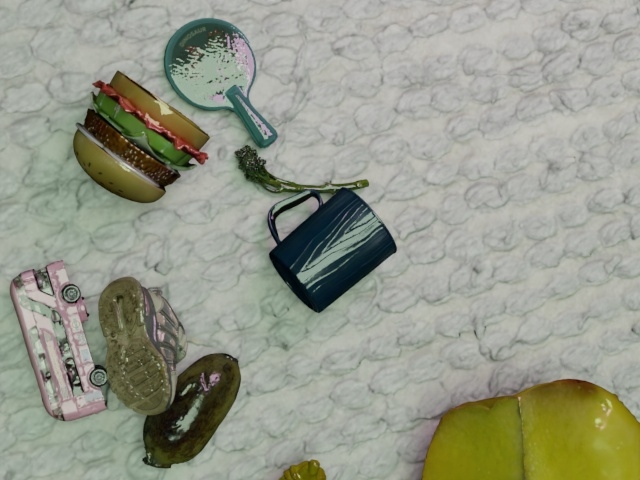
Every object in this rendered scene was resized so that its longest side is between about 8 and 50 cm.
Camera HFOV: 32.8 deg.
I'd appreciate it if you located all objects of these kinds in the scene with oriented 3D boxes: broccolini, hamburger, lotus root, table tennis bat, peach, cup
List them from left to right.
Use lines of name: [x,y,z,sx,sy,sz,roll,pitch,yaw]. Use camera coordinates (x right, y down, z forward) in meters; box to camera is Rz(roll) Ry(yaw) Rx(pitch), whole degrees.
hamburger: [-0.239,-0.124,1.390,0.175,0.175,0.137,38,92,-9]
lotus root: [-0.170,0.221,1.425,0.089,0.080,0.179,38,77,-8]
table tennis bat: [-0.128,-0.211,1.486,0.124,0.033,0.201,-37,91,-11]
broccolini: [-0.028,-0.085,1.505,0.194,0.054,0.052,12,115,-19]
cup: [0.005,0.007,1.476,0.138,0.150,0.113,-40,136,-10]
peach: [0.309,0.386,1.452,0.306,0.242,0.381,-1,73,-34]

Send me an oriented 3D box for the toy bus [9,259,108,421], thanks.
toy bus: [-0.334,0.130,1.402,0.090,0.063,0.203,-16,92,-13]

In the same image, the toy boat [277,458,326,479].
toy boat: [-0.065,0.439,1.433,0.141,0.099,0.318,23,79,-15]

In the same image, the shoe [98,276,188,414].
shoe: [-0.223,0.136,1.406,0.089,0.092,0.180,-22,77,23]
